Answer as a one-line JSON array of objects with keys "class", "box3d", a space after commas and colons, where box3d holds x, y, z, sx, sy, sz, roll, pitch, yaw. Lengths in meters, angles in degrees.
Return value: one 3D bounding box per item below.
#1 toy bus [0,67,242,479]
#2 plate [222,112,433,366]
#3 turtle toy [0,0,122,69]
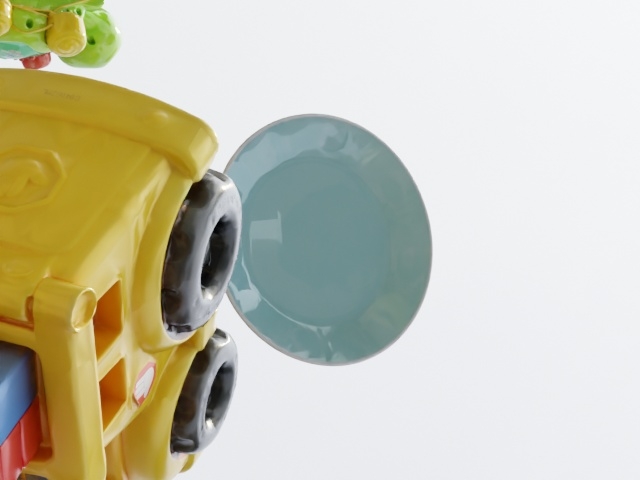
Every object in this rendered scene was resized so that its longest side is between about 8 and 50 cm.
[{"class": "toy bus", "box3d": [-0.136, 0.065, 0.701, 0.149, 0.220, 0.211, 12, -140, 12]}, {"class": "plate", "box3d": [0.000, 0.000, 1.127, 0.024, 0.188, 0.188, -18, -128, 59]}, {"class": "turtle toy", "box3d": [-0.180, -0.144, 0.961, 0.066, 0.130, 0.095, -45, -135, 40]}]
